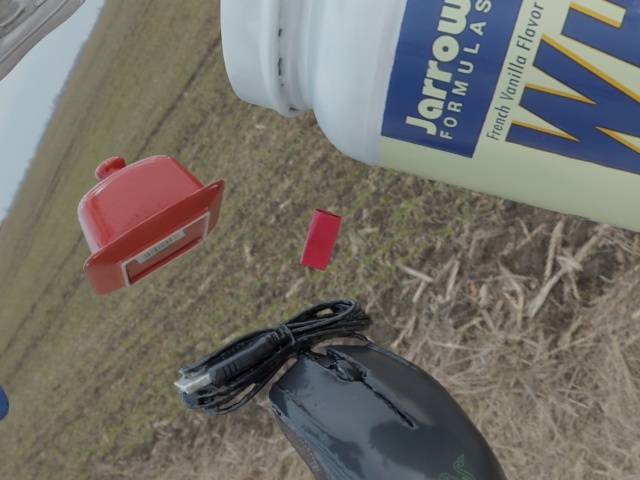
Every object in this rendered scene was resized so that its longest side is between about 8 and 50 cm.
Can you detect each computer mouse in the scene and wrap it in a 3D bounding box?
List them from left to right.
[{"bbox_3d":[0.031,0.132,0.518,0.272,0.188,0.072,41,139,38],"label":"computer mouse"}]

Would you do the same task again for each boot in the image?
[{"bbox_3d":[-0.377,-0.306,0.855,0.258,0.095,0.123,-52,-20,-6],"label":"boot"}]

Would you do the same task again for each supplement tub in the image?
[{"bbox_3d":[0.130,-0.138,0.402,0.235,0.324,0.235,15,-90,-83],"label":"supplement tub"}]

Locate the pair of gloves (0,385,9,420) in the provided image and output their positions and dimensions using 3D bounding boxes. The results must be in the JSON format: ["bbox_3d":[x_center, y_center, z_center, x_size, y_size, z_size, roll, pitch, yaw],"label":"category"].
[{"bbox_3d":[-0.218,0.080,0.244,0.023,0.198,0.159,37,144,48],"label":"pair of gloves"}]

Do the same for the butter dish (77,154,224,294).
[{"bbox_3d":[-0.193,-0.034,0.743,0.160,0.118,0.160,-33,-7,-19],"label":"butter dish"}]

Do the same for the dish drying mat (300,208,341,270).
[{"bbox_3d":[0.000,0.000,0.805,0.008,0.032,0.083,-76,2,-48],"label":"dish drying mat"}]
